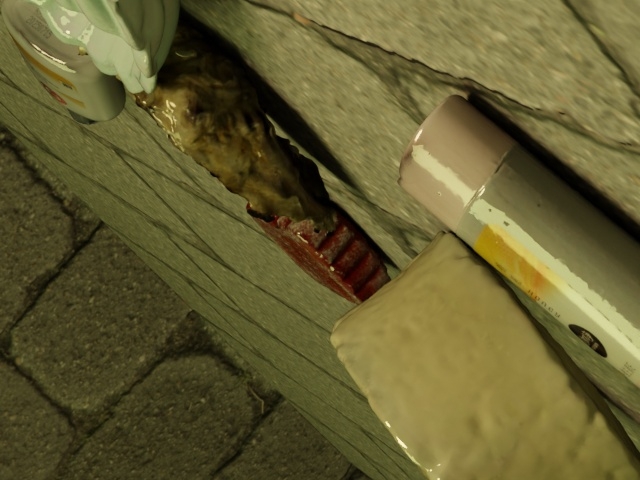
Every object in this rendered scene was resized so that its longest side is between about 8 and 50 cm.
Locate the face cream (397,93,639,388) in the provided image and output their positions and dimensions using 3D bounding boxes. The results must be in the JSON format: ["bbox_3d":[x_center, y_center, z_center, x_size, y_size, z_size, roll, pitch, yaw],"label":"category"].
[{"bbox_3d":[0.168,0.016,1.194,0.269,0.073,0.107,41,164,8],"label":"face cream"}]

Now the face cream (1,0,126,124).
[{"bbox_3d":[-0.283,-0.196,2.097,0.144,0.071,0.291,40,172,7],"label":"face cream"}]

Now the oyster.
[{"bbox_3d":[-0.083,-0.115,1.649,0.294,0.094,0.166,35,-166,-29],"label":"oyster"}]

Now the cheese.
[{"bbox_3d":[0.161,0.163,1.549,0.332,0.153,0.292,53,180,-42],"label":"cheese"}]

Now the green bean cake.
[{"bbox_3d":[0.000,0.000,1.895,0.135,0.056,0.135,45,171,-32],"label":"green bean cake"}]

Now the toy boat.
[{"bbox_3d":[-0.180,-0.216,1.454,0.199,0.100,0.290,41,172,-4],"label":"toy boat"}]
